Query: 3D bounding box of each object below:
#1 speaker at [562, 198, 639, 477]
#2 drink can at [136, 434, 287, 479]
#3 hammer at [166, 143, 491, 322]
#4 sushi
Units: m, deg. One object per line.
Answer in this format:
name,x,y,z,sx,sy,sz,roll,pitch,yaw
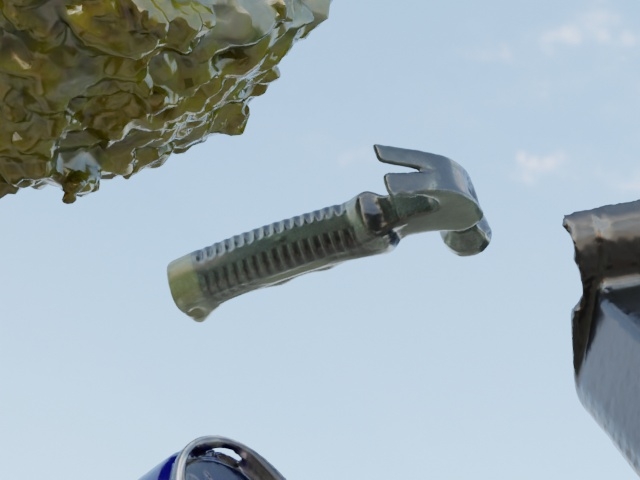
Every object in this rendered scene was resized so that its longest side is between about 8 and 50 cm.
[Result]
speaker,0.348,0.112,1.435,0.180,0.388,0.184,-12,-68,-9
drink can,-0.113,0.189,0.757,0.235,0.097,0.097,-37,-50,25
hammer,0.000,0.000,1.133,0.226,0.041,0.159,-18,-24,12
sushi,-0.173,-0.221,0.950,0.396,0.351,0.240,39,-43,-4
